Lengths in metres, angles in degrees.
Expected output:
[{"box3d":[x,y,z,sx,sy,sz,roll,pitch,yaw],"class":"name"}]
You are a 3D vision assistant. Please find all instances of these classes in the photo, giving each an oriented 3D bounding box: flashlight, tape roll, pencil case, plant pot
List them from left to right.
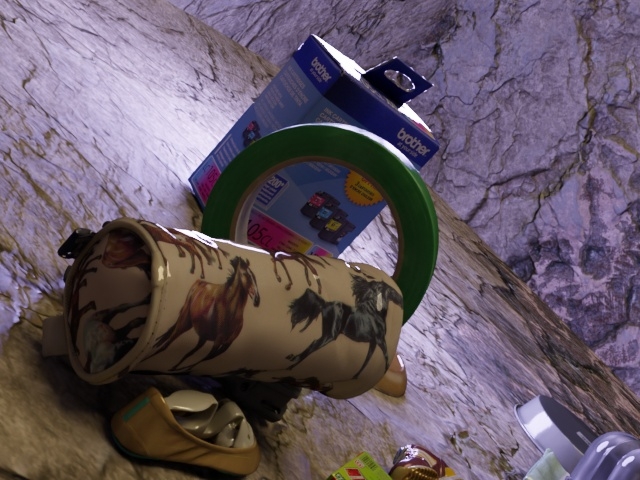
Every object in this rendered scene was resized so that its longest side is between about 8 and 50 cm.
[{"box3d":[-0.149,0.093,1.456,0.304,0.103,0.103,33,12,-30],"class":"flashlight"},{"box3d":[-0.084,0.081,1.326,0.410,0.183,0.160,11,72,-48],"class":"pencil case"},{"box3d":[0.000,0.000,1.714,0.321,0.321,0.077,42,12,3],"class":"tape roll"},{"box3d":[0.057,0.158,2.028,0.236,0.032,0.236,39,13,-11],"class":"plant pot"}]

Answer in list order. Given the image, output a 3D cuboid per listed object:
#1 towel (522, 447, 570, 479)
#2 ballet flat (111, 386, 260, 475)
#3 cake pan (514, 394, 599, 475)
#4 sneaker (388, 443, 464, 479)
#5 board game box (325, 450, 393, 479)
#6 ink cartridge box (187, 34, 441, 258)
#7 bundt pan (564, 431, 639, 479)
[{"box3d":[0.491,0.500,2.163,0.325,0.038,0.248,44,13,12],"class":"towel"},{"box3d":[-0.115,0.192,1.273,0.080,0.073,0.232,46,13,30],"class":"ballet flat"},{"box3d":[0.508,0.413,2.479,0.293,0.054,0.293,39,13,-11],"class":"cake pan"},{"box3d":[0.117,0.305,1.640,0.084,0.069,0.185,38,3,31],"class":"sneaker"},{"box3d":[0.084,0.331,1.434,0.181,0.043,0.092,44,25,14],"class":"board game box"},{"box3d":[0.009,-0.154,2.102,0.270,0.395,0.151,31,16,-40],"class":"ink cartridge box"},{"box3d":[0.585,0.423,2.106,0.330,0.124,0.331,24,1,0],"class":"bundt pan"}]
